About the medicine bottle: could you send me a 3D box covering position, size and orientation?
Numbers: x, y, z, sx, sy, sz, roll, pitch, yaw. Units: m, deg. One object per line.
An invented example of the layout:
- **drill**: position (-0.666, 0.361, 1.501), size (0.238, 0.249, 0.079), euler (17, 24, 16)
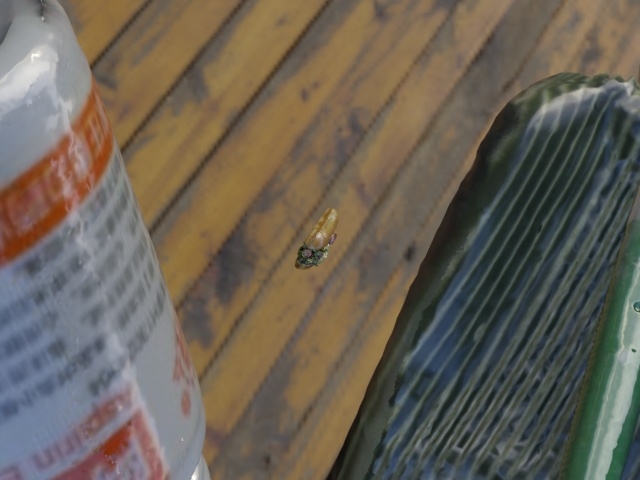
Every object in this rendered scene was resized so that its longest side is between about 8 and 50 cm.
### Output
- **medicine bottle**: position (-0.116, 0.047, 0.483), size (0.144, 0.144, 0.252), euler (-50, 139, -38)

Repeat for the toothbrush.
- **toothbrush**: position (0.066, 0.068, 0.353), size (0.024, 0.018, 0.257), euler (102, 10, -50)

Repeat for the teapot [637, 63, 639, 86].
- **teapot**: position (0.224, 0.030, 0.976), size (0.318, 0.149, 0.220), euler (-43, 125, -24)

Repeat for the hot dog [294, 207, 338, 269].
- **hot dog**: position (0.000, 0.000, 1.090), size (0.037, 0.021, 0.083), euler (-62, 179, 26)

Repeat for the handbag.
- **handbag**: position (0.137, 0.104, 0.689), size (0.341, 0.240, 0.247), euler (-64, 167, 13)
